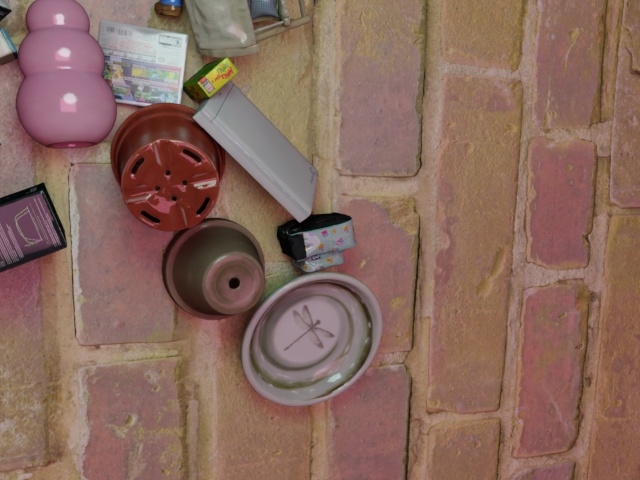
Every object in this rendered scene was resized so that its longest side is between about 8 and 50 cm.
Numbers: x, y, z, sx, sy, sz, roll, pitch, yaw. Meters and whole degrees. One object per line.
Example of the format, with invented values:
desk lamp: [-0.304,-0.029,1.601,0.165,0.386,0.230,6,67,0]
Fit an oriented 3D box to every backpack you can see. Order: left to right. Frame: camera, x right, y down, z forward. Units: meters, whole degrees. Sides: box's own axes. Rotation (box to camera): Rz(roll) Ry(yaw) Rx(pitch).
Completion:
backpack: [0.000,0.000,1.723,0.189,0.166,0.144,-22,102,-17]

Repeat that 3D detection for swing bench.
swing bench: [-0.179,-0.579,1.492,0.255,0.165,0.253,-41,138,-31]

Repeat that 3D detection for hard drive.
hard drive: [-0.145,-0.228,1.610,0.047,0.233,0.353,-35,114,24]

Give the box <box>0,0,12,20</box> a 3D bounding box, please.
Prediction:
box: [-0.788,-0.443,1.306,0.290,0.087,0.169,-36,92,9]

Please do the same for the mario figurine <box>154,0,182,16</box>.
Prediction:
mario figurine: [-0.315,-0.690,1.544,0.198,0.170,0.320,-19,120,-56]

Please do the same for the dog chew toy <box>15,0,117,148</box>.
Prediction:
dog chew toy: [-0.558,-0.372,1.432,0.207,0.207,0.331,-6,92,-22]

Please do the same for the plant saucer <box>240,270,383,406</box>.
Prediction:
plant saucer: [-0.030,0.251,1.760,0.401,0.100,0.400,-9,114,-21]

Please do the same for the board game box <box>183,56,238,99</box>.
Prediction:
board game box: [-0.264,-0.380,1.552,0.092,0.181,0.043,-45,113,-11]

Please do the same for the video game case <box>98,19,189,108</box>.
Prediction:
video game case: [-0.422,-0.409,1.551,0.202,0.023,0.183,7,95,-12]

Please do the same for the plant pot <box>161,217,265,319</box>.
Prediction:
plant pot: [-0.241,0.086,1.606,0.263,0.229,0.262,-4,100,-21]

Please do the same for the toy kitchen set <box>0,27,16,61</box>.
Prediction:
toy kitchen set: [-0.663,-0.509,1.403,0.166,0.122,0.207,-30,108,-16]

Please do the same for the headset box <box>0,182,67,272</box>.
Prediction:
headset box: [-0.701,-0.009,1.394,0.283,0.246,0.131,-23,106,-17]

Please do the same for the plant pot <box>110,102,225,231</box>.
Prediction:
plant pot: [-0.338,-0.153,1.479,0.273,0.265,0.272,-5,111,-12]
